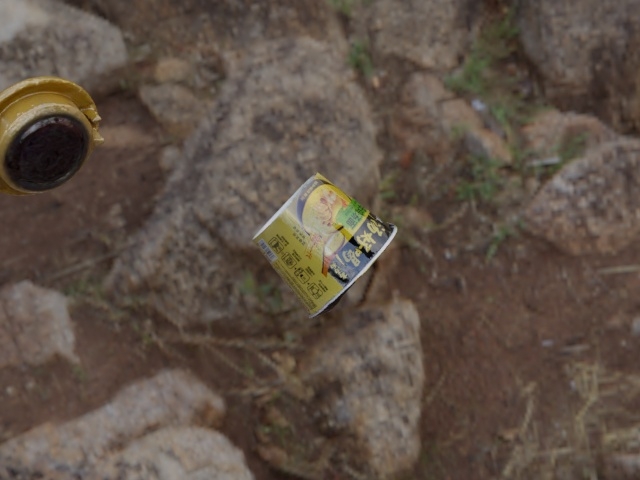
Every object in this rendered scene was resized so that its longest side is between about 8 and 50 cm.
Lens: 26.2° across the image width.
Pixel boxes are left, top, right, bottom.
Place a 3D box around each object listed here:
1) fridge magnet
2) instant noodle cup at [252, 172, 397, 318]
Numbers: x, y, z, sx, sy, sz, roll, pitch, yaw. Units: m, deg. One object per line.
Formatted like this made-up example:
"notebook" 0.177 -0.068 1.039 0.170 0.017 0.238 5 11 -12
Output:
"fridge magnet" -0.295 -0.105 1.439 0.143 0.143 0.063 -29 49 -19
"instant noodle cup" 0.000 0.000 1.631 0.151 0.122 0.151 -45 7 7
